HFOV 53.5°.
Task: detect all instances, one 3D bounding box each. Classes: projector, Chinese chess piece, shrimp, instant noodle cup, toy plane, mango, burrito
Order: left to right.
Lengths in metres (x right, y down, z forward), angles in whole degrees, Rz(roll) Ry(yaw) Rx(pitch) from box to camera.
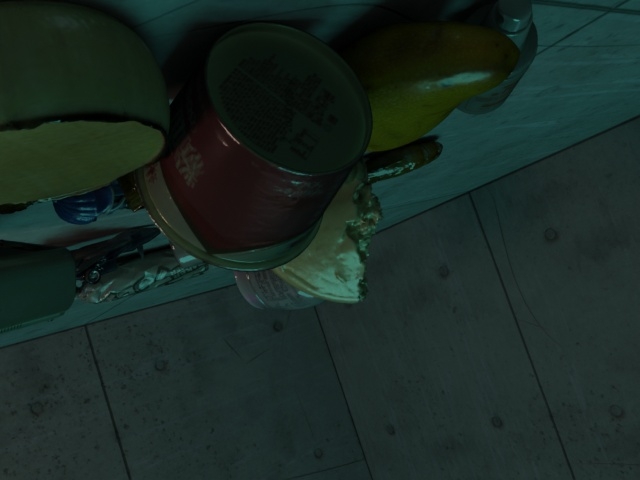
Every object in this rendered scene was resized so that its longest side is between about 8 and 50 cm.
[{"bbox_3d":[-0.501,0.062,0.877,0.251,0.108,0.198,5,-171,23],"label":"projector"},{"bbox_3d":[-0.259,-0.107,0.563,0.250,0.103,0.250,-18,175,-2],"label":"Chinese chess piece"},{"bbox_3d":[-0.441,0.031,1.309,0.212,0.088,0.267,7,-163,43],"label":"toy plane"},{"bbox_3d":[-0.458,0.083,1.689,0.446,0.101,0.139,-17,179,-29],"label":"burrito"},{"bbox_3d":[-0.065,-0.106,0.682,0.235,0.234,0.178,-15,163,-33],"label":"instant noodle cup"},{"bbox_3d":[0.149,-0.172,1.465,0.287,0.063,0.152,-19,-174,-14],"label":"shrimp"},{"bbox_3d":[0.097,-0.194,0.772,0.177,0.120,0.295,-2,168,-29],"label":"mango"}]

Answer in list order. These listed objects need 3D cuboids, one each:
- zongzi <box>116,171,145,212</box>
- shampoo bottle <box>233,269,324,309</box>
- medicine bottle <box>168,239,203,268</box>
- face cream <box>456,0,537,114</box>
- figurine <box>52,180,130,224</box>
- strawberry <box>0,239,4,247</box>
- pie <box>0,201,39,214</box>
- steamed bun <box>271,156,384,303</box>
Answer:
[{"bbox_3d":[-0.165,-0.120,0.895,0.184,0.084,0.187,-34,174,31],"label":"zongzi"},{"bbox_3d":[-0.088,0.062,1.805,0.266,0.273,0.273,-13,178,29],"label":"shampoo bottle"},{"bbox_3d":[-0.159,-0.041,1.424,0.352,0.110,0.110,-19,174,-3],"label":"medicine bottle"},{"bbox_3d":[0.220,-0.242,0.804,0.101,0.101,0.251,-19,174,1],"label":"face cream"},{"bbox_3d":[-0.318,-0.068,0.918,0.087,0.086,0.149,20,-167,7],"label":"figurine"},{"bbox_3d":[-0.463,-0.022,0.763,0.145,0.086,0.145,-16,177,-1],"label":"strawberry"},{"bbox_3d":[-0.400,-0.066,0.828,0.092,0.034,0.170,-6,168,-21],"label":"pie"},{"bbox_3d":[0.000,0.000,1.247,0.274,0.272,0.290,-18,-167,-5],"label":"steamed bun"}]
